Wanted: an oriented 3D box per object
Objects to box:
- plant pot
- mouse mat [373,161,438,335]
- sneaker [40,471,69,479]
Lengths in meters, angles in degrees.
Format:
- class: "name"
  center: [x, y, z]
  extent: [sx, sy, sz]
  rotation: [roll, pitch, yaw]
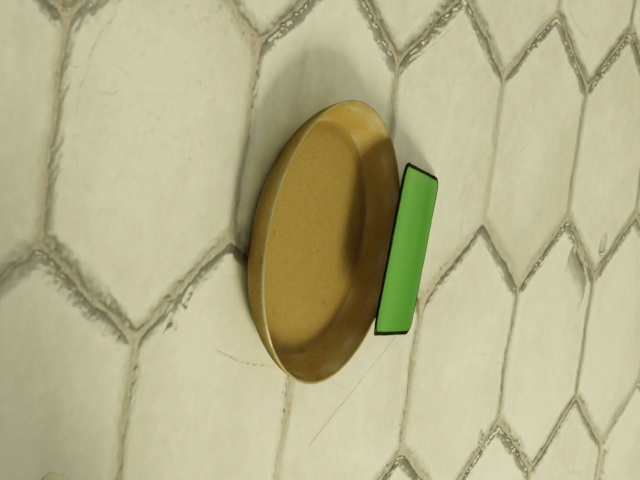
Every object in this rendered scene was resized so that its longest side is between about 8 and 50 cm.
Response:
- class: "plant pot"
  center: [0.000, 0.000, 1.494]
  extent: [0.236, 0.032, 0.236]
  rotation: [-30, 125, -56]
- class: "mouse mat"
  center: [0.078, 0.011, 1.627]
  extent: [0.189, 0.007, 0.152]
  rotation: [13, 88, -77]
- class: "sneaker"
  center: [-0.221, 0.237, 1.073]
  extent: [0.323, 0.130, 0.236]
  rotation: [45, 50, -53]
